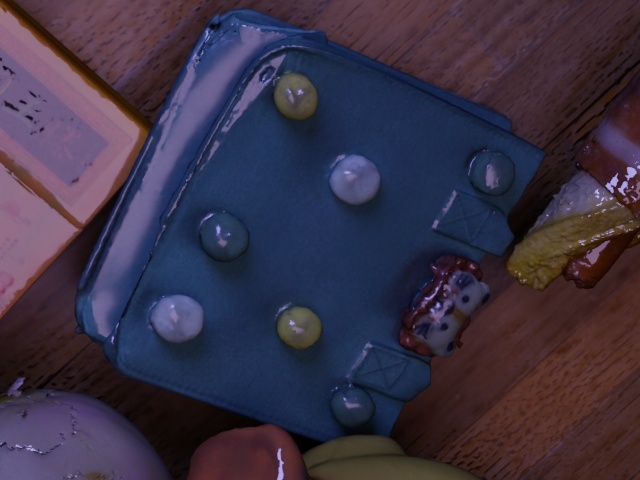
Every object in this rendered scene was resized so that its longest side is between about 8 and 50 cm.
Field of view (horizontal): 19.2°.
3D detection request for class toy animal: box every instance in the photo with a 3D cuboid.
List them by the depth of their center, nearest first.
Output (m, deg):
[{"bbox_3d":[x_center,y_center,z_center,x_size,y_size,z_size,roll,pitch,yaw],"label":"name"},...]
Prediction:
[{"bbox_3d":[0.063,0.242,1.302,0.338,0.191,0.216,23,60,-48],"label":"toy animal"}]

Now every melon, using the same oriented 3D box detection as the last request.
[{"bbox_3d":[-0.189,0.250,1.293,0.223,0.223,0.317,-7,105,-9],"label":"melon"}]

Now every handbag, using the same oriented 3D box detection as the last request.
[{"bbox_3d":[0.000,0.001,1.293,0.274,0.100,0.269,24,98,-32],"label":"handbag"}]

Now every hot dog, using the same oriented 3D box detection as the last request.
[{"bbox_3d":[0.244,-0.058,1.348,0.093,0.123,0.261,39,99,26],"label":"hot dog"}]

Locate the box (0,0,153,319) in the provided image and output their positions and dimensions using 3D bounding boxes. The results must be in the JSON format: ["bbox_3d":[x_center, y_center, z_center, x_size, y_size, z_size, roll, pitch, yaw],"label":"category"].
[{"bbox_3d":[-0.264,-0.030,1.286,0.174,0.076,0.274,42,94,-18],"label":"box"}]
